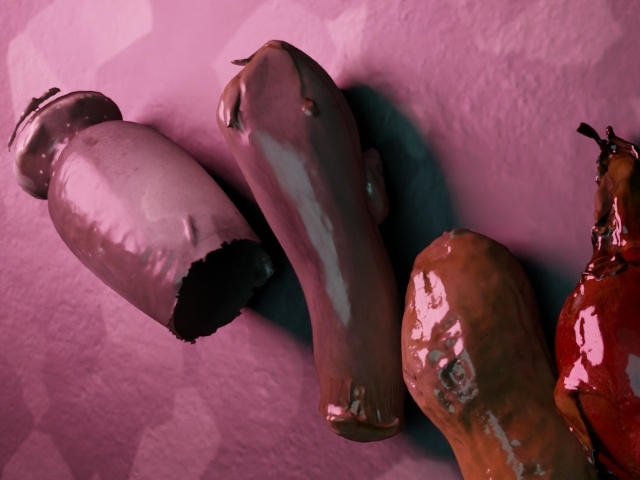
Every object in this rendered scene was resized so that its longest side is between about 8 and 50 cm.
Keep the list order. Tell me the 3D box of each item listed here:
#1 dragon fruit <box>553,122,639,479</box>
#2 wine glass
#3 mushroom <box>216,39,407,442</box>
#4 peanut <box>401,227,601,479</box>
[{"bbox_3d":[0.190,0.040,0.809,0.125,0.125,0.246,-31,57,45],"label":"dragon fruit"},{"bbox_3d":[-0.131,-0.021,1.014,0.204,0.111,0.111,39,111,31],"label":"wine glass"},{"bbox_3d":[0.001,-0.002,0.939,0.096,0.099,0.278,-25,80,38],"label":"mushroom"},{"bbox_3d":[0.109,0.094,0.873,0.099,0.099,0.214,-30,80,31],"label":"peanut"}]
